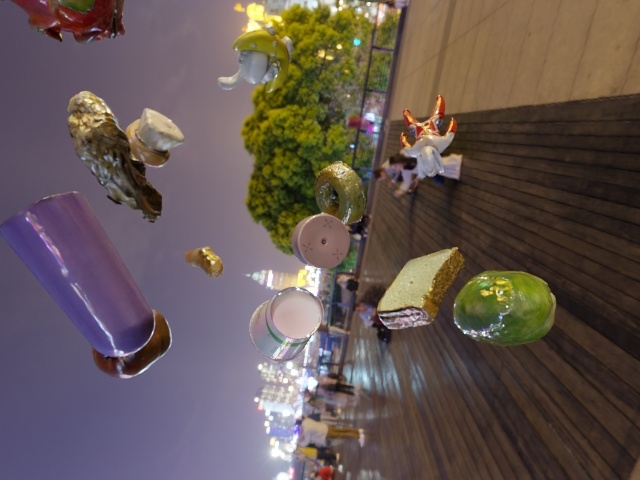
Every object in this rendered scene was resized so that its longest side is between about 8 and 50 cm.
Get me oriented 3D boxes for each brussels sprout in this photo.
[{"bbox_3d":[0.338,0.125,0.743,0.161,0.180,0.144,82,169,-48],"label":"brussels sprout"}]

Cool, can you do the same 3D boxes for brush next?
[{"bbox_3d":[-0.654,-0.419,1.578,0.166,0.174,0.267,-47,52,20],"label":"brush"}]

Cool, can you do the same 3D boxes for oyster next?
[{"bbox_3d":[-0.421,-0.177,0.867,0.294,0.094,0.166,56,-172,-26],"label":"oyster"}]

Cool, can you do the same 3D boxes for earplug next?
[{"bbox_3d":[-0.617,0.108,1.099,0.456,0.215,0.215,58,-174,-6],"label":"earplug"}]

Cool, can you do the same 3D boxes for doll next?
[{"bbox_3d":[0.356,-0.343,1.351,0.099,0.188,0.384,54,-147,-37],"label":"doll"},{"bbox_3d":[-0.217,-0.627,1.430,0.111,0.237,0.252,55,127,27],"label":"doll"}]

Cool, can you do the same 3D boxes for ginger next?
[{"bbox_3d":[-0.437,0.080,1.549,0.095,0.190,0.069,-43,-31,-29],"label":"ginger"}]

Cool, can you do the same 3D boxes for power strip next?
[{"bbox_3d":[0.000,0.000,1.118,0.078,0.154,0.154,179,100,-73],"label":"power strip"}]

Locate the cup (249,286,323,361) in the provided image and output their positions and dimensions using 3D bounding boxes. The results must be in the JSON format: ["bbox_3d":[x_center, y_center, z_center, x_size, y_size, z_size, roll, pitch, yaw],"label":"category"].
[{"bbox_3d":[-0.120,0.296,1.500,0.274,0.253,0.253,123,159,-58],"label":"cup"}]

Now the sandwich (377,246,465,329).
[{"bbox_3d":[0.290,0.145,1.190,0.251,0.087,0.226,-47,13,-33],"label":"sandwich"}]

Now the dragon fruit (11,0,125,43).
[{"bbox_3d":[-0.422,-0.396,0.581,0.198,0.269,0.200,-112,26,-44],"label":"dragon fruit"}]

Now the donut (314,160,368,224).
[{"bbox_3d":[0.068,-0.171,1.591,0.272,0.107,0.272,42,148,35],"label":"donut"}]

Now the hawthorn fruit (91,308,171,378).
[{"bbox_3d":[-0.747,0.404,1.583,0.301,0.267,0.268,-52,-28,-71],"label":"hawthorn fruit"}]

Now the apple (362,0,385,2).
[{"bbox_3d":[0.118,-0.617,0.810,0.257,0.234,0.257,51,157,32],"label":"apple"}]
